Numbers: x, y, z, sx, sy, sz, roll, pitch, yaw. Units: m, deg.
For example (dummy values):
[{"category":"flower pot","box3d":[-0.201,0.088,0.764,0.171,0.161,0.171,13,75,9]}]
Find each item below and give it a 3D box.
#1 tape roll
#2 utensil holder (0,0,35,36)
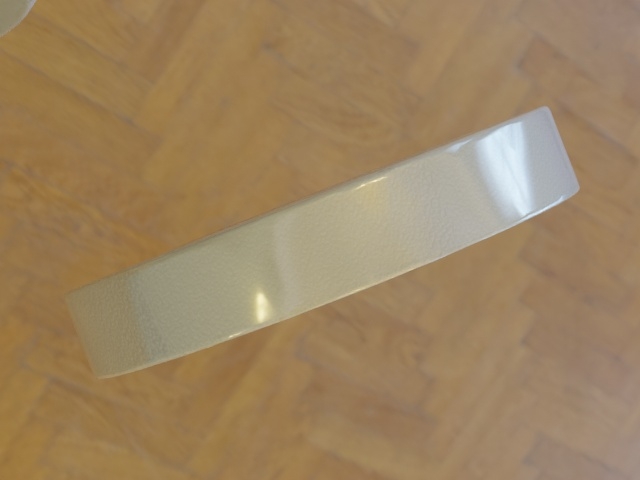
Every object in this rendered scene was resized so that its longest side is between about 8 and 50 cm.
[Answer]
[{"category":"tape roll","box3d":[0.000,0.000,1.264,0.392,0.392,0.072,-23,93,-24]},{"category":"utensil holder","box3d":[-0.277,-0.381,1.251,0.327,0.328,0.385,50,48,-42]}]
